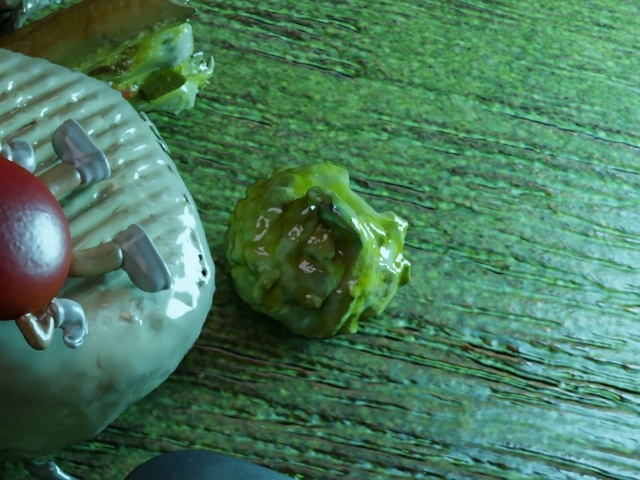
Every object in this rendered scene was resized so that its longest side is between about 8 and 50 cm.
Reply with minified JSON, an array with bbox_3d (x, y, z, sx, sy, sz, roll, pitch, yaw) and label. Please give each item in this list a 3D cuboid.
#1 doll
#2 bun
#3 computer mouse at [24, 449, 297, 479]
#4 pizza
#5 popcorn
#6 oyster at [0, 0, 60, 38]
[{"bbox_3d":[-0.224,-0.001,1.238,0.217,0.085,0.183,-21,79,-50],"label":"doll"},{"bbox_3d":[-0.278,0.013,1.383,0.359,0.211,0.360,12,57,-19],"label":"bun"},{"bbox_3d":[-0.064,0.244,1.324,0.379,0.090,0.167,23,47,6],"label":"computer mouse"},{"bbox_3d":[-0.176,-0.158,1.558,0.287,0.280,0.075,2,68,-58],"label":"pizza"},{"bbox_3d":[-0.001,0.009,1.522,0.173,0.142,0.173,7,24,-3],"label":"popcorn"},{"bbox_3d":[-0.327,-0.256,1.605,0.221,0.096,0.361,-30,29,-27],"label":"oyster"}]
